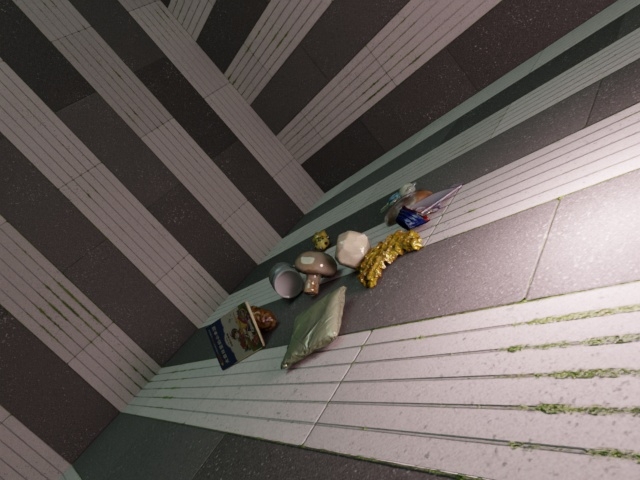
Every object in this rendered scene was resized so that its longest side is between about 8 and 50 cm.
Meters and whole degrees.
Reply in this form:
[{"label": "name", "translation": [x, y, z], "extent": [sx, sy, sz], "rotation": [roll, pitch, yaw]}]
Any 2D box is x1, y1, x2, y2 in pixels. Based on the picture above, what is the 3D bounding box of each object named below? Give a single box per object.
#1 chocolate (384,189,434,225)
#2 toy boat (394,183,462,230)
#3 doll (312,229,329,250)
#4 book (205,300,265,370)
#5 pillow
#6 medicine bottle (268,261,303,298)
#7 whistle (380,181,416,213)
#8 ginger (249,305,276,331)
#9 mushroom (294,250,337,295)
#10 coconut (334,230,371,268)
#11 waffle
[{"label": "chocolate", "translation": [0.391, -0.162, 1.976], "extent": [0.157, 0.080, 0.254], "rotation": [-47, 12, -27]}, {"label": "toy boat", "translation": [0.433, -0.153, 1.786], "extent": [0.318, 0.072, 0.219], "rotation": [-45, 24, -26]}, {"label": "doll", "translation": [0.001, 0.001, 2.668], "extent": [0.117, 0.086, 0.291], "rotation": [-37, 13, 2]}, {"label": "book", "translation": [-0.408, 0.453, 2.022], "extent": [0.322, 0.229, 0.018], "rotation": [-36, -18, 30]}, {"label": "pillow", "translation": [-0.017, 0.317, 1.562], "extent": [0.274, 0.076, 0.281], "rotation": [-39, 17, 27]}, {"label": "medicine bottle", "translation": [-0.186, 0.209, 2.294], "extent": [0.165, 0.165, 0.273], "rotation": [-43, 10, -6]}, {"label": "whistle", "translation": [0.396, -0.211, 2.182], "extent": [0.235, 0.077, 0.114], "rotation": [-42, 0, 31]}, {"label": "ginger", "translation": [-0.362, 0.414, 2.095], "extent": [0.321, 0.172, 0.165], "rotation": [-36, 6, 31]}, {"label": "mushroom", "translation": [-0.014, 0.143, 2.013], "extent": [0.206, 0.209, 0.206], "rotation": [-20, -11, -4]}, {"label": "coconut", "translation": [0.146, 0.042, 1.840], "extent": [0.161, 0.162, 0.161], "rotation": [10, -90, -85]}, {"label": "waffle", "translation": [0.253, 0.053, 1.667], "extent": [0.292, 0.069, 0.260], "rotation": [-39, 12, 4]}]
